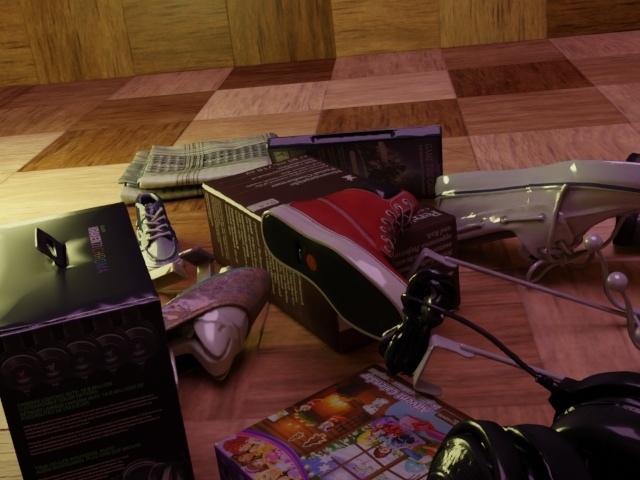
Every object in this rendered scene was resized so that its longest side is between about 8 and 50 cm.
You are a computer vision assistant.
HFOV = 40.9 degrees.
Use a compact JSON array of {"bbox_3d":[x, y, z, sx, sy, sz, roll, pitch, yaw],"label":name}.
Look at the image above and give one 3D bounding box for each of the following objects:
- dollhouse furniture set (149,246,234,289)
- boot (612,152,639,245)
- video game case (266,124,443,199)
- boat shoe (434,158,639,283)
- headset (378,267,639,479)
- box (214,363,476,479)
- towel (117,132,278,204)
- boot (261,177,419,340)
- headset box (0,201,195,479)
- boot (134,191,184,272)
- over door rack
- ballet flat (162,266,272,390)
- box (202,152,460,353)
[{"bbox_3d":[-0.189,0.077,1.220,0.114,0.091,0.081,-20,58,27],"label":"dollhouse furniture set"},{"bbox_3d":[0.521,-0.047,1.259,0.161,0.083,0.246,9,32,17],"label":"boot"},{"bbox_3d":[0.064,-0.117,1.417,0.274,0.196,0.026,-4,62,7],"label":"video game case"},{"bbox_3d":[0.303,-0.018,1.150,0.367,0.156,0.136,-1,-8,42],"label":"boat shoe"},{"bbox_3d":[0.163,0.187,0.609,0.243,0.185,0.394,-12,55,-29],"label":"headset"},{"bbox_3d":[0.068,0.218,0.746,0.201,0.057,0.293,-22,27,-32],"label":"box"},{"bbox_3d":[-0.238,-0.159,1.737,0.324,0.056,0.312,-8,23,-1],"label":"towel"},{"bbox_3d":[0.072,0.007,0.926,0.176,0.088,0.244,-21,39,-29],"label":"boot"},{"bbox_3d":[-0.199,0.123,0.754,0.131,0.283,0.246,-12,24,-15],"label":"headset box"},{"bbox_3d":[-0.262,-0.012,1.349,0.069,0.086,0.190,-13,23,-17],"label":"boot"},{"bbox_3d":[0.258,0.077,0.903,0.324,0.108,0.239,7,23,1],"label":"over door rack"},{"bbox_3d":[-0.169,0.132,0.991,0.316,0.107,0.106,-26,45,-26],"label":"ballet flat"},{"bbox_3d":[0.000,0.000,1.188,0.191,0.143,0.381,-19,27,-26],"label":"box"}]
